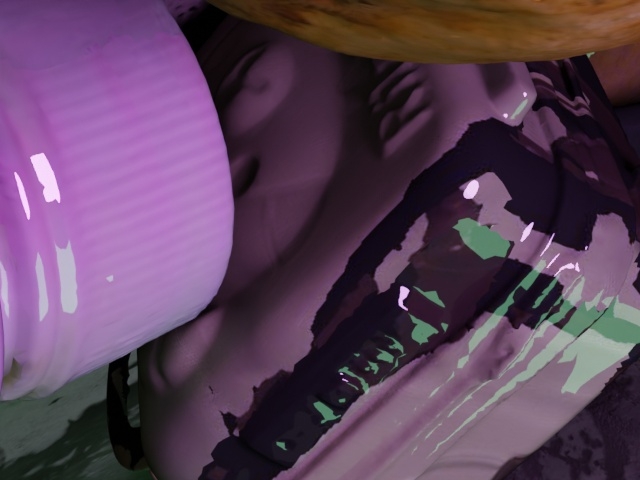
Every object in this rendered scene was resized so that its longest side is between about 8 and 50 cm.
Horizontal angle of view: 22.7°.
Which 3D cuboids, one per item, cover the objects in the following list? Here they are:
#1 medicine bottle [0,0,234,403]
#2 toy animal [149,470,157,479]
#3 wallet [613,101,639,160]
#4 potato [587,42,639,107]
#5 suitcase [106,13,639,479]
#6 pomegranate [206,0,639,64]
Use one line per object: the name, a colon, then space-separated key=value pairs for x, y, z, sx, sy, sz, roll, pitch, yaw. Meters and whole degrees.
medicine bottle: x=-0.243 y=0.011 z=0.635 sx=0.388 sy=0.219 sz=0.219 roll=-24 pitch=159 yaw=-33
toy animal: x=-0.129 y=0.214 z=1.588 sx=0.083 sy=0.089 sz=0.150 roll=-26 pitch=152 yaw=-16
wallet: x=0.096 y=-0.026 z=1.129 sx=0.406 sy=0.062 sz=0.228 roll=-10 pitch=169 yaw=14
potato: x=0.164 y=-0.149 z=1.098 sx=0.200 sy=0.137 sz=0.154 roll=6 pitch=93 yaw=-71
suitcase: x=0.000 y=0.000 z=0.856 sx=0.194 sy=0.351 sz=0.339 roll=31 pitch=117 yaw=-26
pomegranate: x=0.047 y=-0.217 z=0.460 sx=0.338 sy=0.338 sz=0.338 roll=-31 pitch=162 yaw=-11
